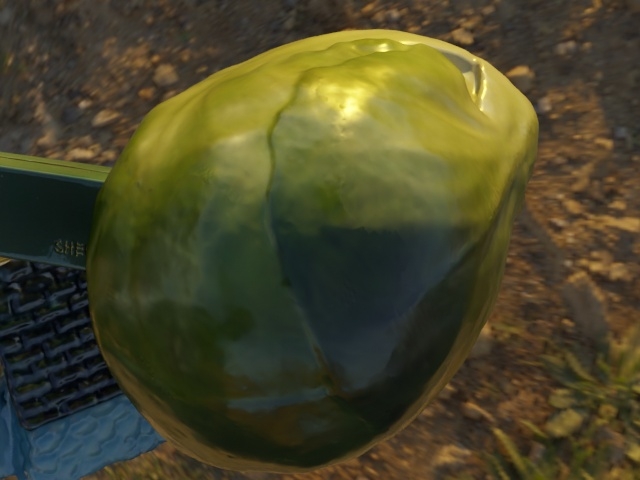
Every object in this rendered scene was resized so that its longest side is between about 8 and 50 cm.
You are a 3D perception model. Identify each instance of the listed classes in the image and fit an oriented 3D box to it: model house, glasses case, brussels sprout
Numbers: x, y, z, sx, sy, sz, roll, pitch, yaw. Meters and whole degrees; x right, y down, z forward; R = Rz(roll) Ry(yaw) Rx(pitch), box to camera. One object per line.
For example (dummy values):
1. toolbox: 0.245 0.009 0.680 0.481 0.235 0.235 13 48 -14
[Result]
1. model house: -0.230 0.056 1.455 0.261 0.226 0.241 -23 134 -29
2. glasses case: -0.234 -0.026 1.270 0.184 0.039 0.077 8 108 12
3. brussels sprout: 0.002 -0.002 1.185 0.355 0.281 0.289 -43 127 -24
